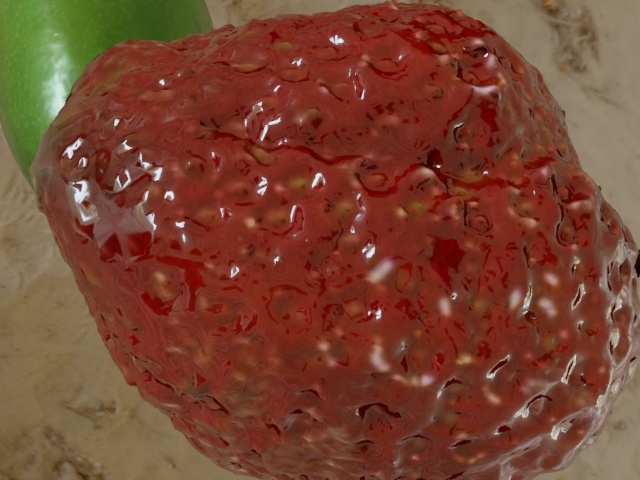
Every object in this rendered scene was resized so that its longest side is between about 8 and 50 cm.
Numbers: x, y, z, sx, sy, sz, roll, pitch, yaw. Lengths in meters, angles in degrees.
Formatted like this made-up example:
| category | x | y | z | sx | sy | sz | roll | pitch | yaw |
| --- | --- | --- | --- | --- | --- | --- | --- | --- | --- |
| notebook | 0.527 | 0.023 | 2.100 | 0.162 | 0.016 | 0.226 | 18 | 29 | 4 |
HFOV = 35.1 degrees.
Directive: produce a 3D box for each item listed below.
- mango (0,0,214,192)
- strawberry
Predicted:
| category | x | y | z | sx | sy | sz | roll | pitch | yaw |
| --- | --- | --- | --- | --- | --- | --- | --- | --- | --- |
| mango | -0.191 | -0.143 | 0.936 | 0.225 | 0.201 | 0.382 | 42 | 26 | -59 |
| strawberry | 0.000 | 0.000 | 0.474 | 0.276 | 0.257 | 0.257 | 24 | 77 | -34 |
